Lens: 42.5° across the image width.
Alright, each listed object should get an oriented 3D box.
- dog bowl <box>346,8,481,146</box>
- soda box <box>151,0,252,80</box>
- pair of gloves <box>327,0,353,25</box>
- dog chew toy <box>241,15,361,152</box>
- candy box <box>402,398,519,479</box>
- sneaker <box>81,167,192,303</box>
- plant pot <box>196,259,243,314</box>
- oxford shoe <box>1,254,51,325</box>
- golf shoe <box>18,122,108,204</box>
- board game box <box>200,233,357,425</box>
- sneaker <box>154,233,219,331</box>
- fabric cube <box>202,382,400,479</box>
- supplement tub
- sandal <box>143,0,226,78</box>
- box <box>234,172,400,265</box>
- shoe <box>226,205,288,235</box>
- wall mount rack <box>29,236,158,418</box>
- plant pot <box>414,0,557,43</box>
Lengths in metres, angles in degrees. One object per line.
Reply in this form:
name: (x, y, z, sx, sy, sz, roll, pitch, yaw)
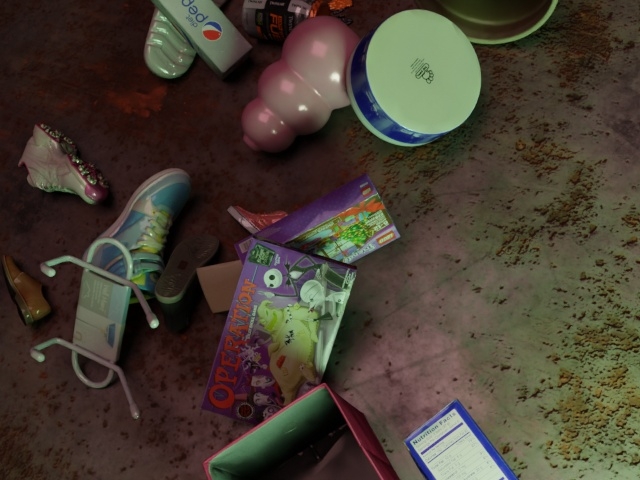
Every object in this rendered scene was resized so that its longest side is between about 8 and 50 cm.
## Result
dog bowl: (0.192, -0.333, 1.690, 0.264, 0.104, 0.265, 2, 84, -19)
soda box: (-0.291, -0.521, 1.936, 0.098, 0.091, 0.286, -43, 96, -8)
pair of gloves: (0.042, -0.541, 1.962, 0.074, 0.010, 0.083, -5, 67, 16)
dog chew toy: (-0.044, -0.328, 1.800, 0.332, 0.206, 0.206, -46, 62, 4)
candy box: (0.280, 0.439, 1.317, 0.122, 0.268, 0.317, -35, 61, -3)
sneaker: (-0.360, 0.007, 1.777, 0.319, 0.127, 0.208, -50, 48, 4)
plant pot: (-0.185, 0.102, 1.712, 0.109, 0.109, 0.096, -10, 79, 13)
oxford shoe: (-0.682, 0.107, 1.900, 0.076, 0.076, 0.212, -22, 55, -26)
golf shoe: (-0.617, -0.155, 1.968, 0.140, 0.115, 0.306, -51, 56, 4)
board game box: (-0.079, 0.183, 1.549, 0.208, 0.056, 0.347, 17, 99, 2)
sneaker: (-0.286, 0.086, 1.768, 0.083, 0.118, 0.222, 18, 45, 14)
fabric cube: (-0.001, 0.441, 1.415, 0.254, 0.258, 0.259, -33, 61, 1)
supplement tub: (-0.079, -0.526, 1.935, 0.190, 0.117, 0.117, 12, 72, 23)
sandal: (-0.339, -0.595, 2.052, 0.102, 0.169, 0.416, 0, 61, 59)
box: (0.000, 0.000, 1.636, 0.293, 0.201, 0.057, -28, 61, 5)
shoe: (-0.116, -0.038, 1.771, 0.178, 0.063, 0.081, 38, 82, 22)
wall mount rack: (-0.435, 0.184, 1.653, 0.304, 0.130, 0.350, 21, 111, 19)
plant pot: (0.375, -0.632, 1.754, 0.323, 0.323, 0.280, 10, 54, 22)
